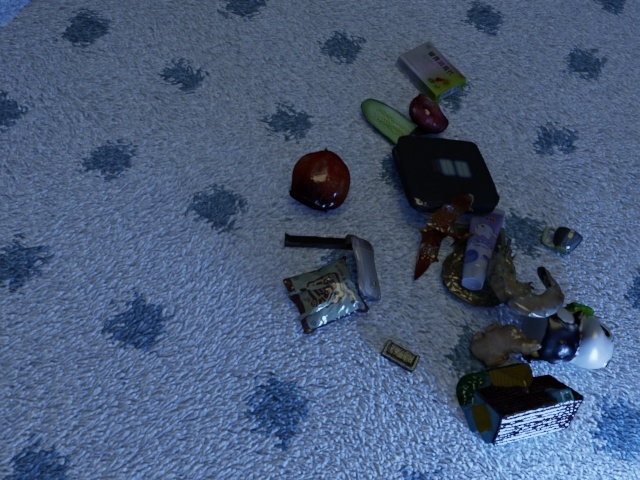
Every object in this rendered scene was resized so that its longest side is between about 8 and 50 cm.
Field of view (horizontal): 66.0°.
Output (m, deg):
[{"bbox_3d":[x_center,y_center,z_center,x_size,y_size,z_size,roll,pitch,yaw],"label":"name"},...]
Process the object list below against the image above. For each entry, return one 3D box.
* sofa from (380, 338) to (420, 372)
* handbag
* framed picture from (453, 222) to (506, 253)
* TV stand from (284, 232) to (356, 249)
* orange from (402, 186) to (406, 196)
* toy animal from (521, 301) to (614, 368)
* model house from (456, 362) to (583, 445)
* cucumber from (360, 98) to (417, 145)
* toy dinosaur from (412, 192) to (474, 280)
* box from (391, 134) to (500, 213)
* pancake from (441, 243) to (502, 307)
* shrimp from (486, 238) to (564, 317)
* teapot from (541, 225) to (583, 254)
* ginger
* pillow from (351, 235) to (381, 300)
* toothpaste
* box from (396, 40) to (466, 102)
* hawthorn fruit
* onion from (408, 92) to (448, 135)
[{"bbox_3d":[0.261,0.378,1.613,0.118,0.039,0.060,29,66,9],"label":"sofa"},{"bbox_3d":[0.018,0.179,1.638,0.235,0.127,0.212,-20,70,-11],"label":"handbag"},{"bbox_3d":[0.584,0.059,1.799,0.197,0.014,0.252,6,65,-2],"label":"framed picture"},{"bbox_3d":[0.000,0.000,1.766,0.257,0.040,0.048,3,65,-3],"label":"TV stand"},{"bbox_3d":[0.351,-0.194,1.872,0.086,0.062,0.086,1,64,-1],"label":"orange"},{"bbox_3d":[0.806,0.303,1.595,0.267,0.212,0.212,4,65,-1],"label":"toy animal"},{"bbox_3d":[0.594,0.476,1.479,0.281,0.248,0.229,-11,66,-9],"label":"model house"},{"bbox_3d":[0.268,-0.489,1.995,0.244,0.063,0.115,44,106,13],"label":"cucumber"},{"bbox_3d":[0.414,-0.015,1.698,0.327,0.113,0.206,-37,113,14],"label":"toy dinosaur"},{"bbox_3d":[0.461,-0.245,1.840,0.351,0.091,0.359,1,52,-12],"label":"box"},{"bbox_3d":[0.553,0.122,1.740,0.250,0.031,0.249,2,62,-5],"label":"pancake"},{"bbox_3d":[0.665,0.119,1.620,0.247,0.085,0.360,11,38,-2],"label":"shrimp"},{"bbox_3d":[0.889,0.004,1.822,0.092,0.124,0.090,37,81,-31],"label":"teapot"},{"bbox_3d":[0.590,0.328,1.587,0.074,0.213,0.137,-7,72,-44],"label":"ginger"},{"bbox_3d":[0.158,0.093,1.706,0.038,0.131,0.232,-26,58,32],"label":"pillow"},{"bbox_3d":[0.569,0.009,1.752,0.125,0.079,0.371,21,54,7],"label":"toothpaste"},{"bbox_3d":[0.476,-0.727,2.127,0.175,0.062,0.260,-31,70,-17],"label":"box"},{"bbox_3d":[0.006,-0.229,1.793,0.216,0.215,0.249,8,60,-1],"label":"hawthorn fruit"},{"bbox_3d":[0.419,-0.490,1.975,0.184,0.184,0.147,47,112,16],"label":"onion"}]
